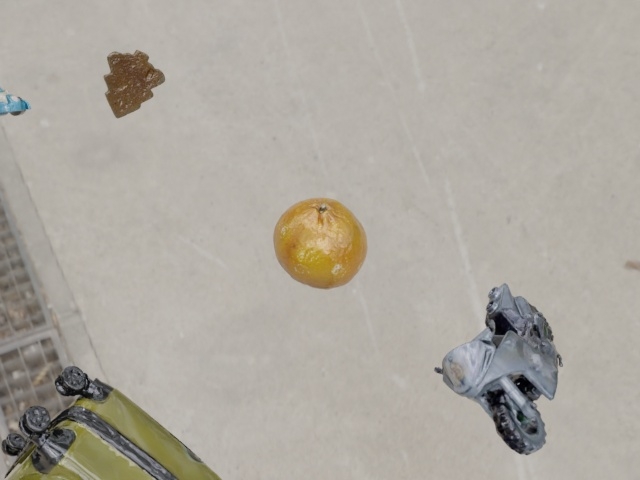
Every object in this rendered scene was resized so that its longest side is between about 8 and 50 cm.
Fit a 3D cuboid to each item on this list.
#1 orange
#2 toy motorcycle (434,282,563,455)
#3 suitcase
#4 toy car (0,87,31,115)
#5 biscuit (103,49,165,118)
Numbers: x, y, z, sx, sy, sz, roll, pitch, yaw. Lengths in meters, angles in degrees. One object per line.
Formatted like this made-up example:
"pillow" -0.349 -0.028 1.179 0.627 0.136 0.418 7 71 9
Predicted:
"orange" 0.001 0.003 1.770 0.177 0.155 0.178 22 40 -20
"toy motorcycle" 0.230 0.146 1.226 0.159 0.106 0.270 37 34 -11
"suitcase" -0.236 0.276 1.010 0.235 0.194 0.143 41 35 -6
"toy car" -0.684 -0.295 1.972 0.161 0.098 0.126 -3 13 27
"biscuit" -0.351 -0.285 1.763 0.119 0.130 0.019 22 8 -35
